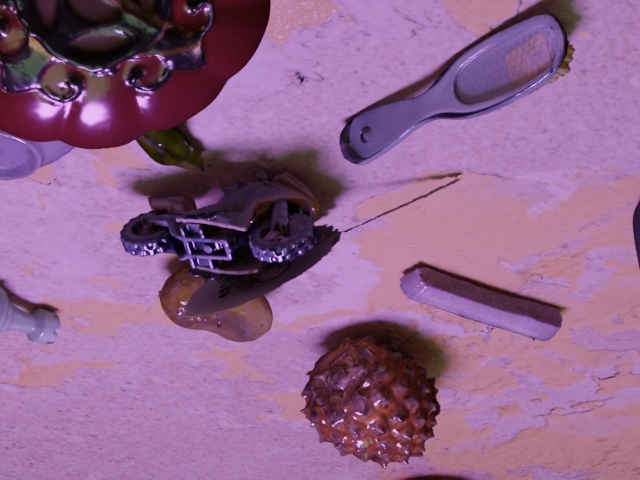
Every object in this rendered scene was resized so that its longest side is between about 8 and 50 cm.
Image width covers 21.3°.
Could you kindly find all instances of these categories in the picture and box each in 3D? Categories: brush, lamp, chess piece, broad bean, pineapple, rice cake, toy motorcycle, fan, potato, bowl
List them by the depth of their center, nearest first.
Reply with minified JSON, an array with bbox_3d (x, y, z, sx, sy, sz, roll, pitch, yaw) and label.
[{"bbox_3d":[-0.181,-0.220,1.320,0.303,0.257,0.303,-3,112,-8],"label":"lamp"},{"bbox_3d":[0.137,-0.138,1.630,0.060,0.068,0.297,3,161,-44],"label":"brush"},{"bbox_3d":[-0.312,-0.116,1.677,0.189,0.086,0.189,3,149,2],"label":"bowl"},{"bbox_3d":[-0.175,-0.121,1.692,0.061,0.046,0.195,-4,146,17],"label":"broad bean"},{"bbox_3d":[-0.096,-0.019,1.798,0.229,0.130,0.094,2,128,27],"label":"toy motorcycle"},{"bbox_3d":[0.000,-0.001,1.807,0.329,0.191,0.009,-24,105,11],"label":"fan"},{"bbox_3d":[-0.121,0.072,1.977,0.138,0.070,0.091,21,140,-29],"label":"potato"},{"bbox_3d":[0.188,0.074,1.984,0.206,0.036,0.047,17,134,-20],"label":"rice cake"},{"bbox_3d":[-0.368,0.096,2.055,0.103,0.067,0.067,20,146,-40],"label":"chess piece"},{"bbox_3d":[0.073,0.206,2.101,0.166,0.166,0.193,-19,141,32],"label":"pineapple"}]

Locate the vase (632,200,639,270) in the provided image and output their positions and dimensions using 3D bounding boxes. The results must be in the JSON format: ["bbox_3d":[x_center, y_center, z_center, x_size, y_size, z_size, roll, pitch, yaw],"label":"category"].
[{"bbox_3d":[0.409,0.100,1.727,0.173,0.321,0.173,3,149,2],"label":"vase"}]
